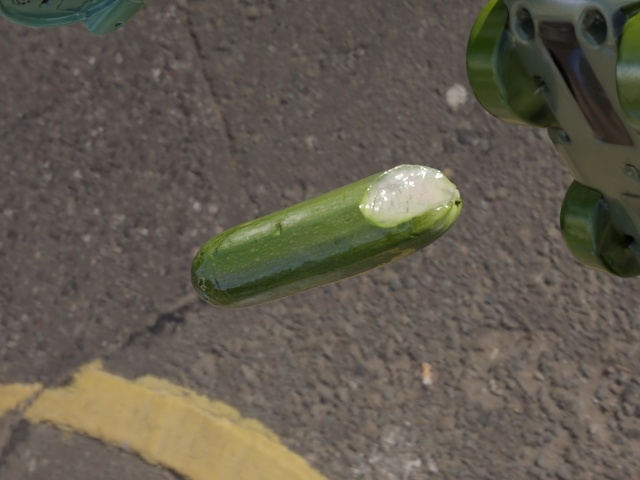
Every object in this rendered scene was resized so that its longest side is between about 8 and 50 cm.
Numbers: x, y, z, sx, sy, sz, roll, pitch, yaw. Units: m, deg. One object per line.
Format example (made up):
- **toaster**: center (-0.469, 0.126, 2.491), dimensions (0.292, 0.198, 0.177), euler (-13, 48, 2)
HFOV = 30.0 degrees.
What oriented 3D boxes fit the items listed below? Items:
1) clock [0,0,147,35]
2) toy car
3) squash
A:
- **clock**: center (-0.154, -0.159, 0.685), dimensions (0.101, 0.135, 0.041), euler (-35, 69, 44)
- **toy car**: center (0.217, -0.093, 0.616), dimensions (0.145, 0.235, 0.235), euler (20, 84, 58)
- **squash**: center (0.000, 0.000, 0.900), dimensions (0.238, 0.069, 0.069), euler (-18, 62, 28)
